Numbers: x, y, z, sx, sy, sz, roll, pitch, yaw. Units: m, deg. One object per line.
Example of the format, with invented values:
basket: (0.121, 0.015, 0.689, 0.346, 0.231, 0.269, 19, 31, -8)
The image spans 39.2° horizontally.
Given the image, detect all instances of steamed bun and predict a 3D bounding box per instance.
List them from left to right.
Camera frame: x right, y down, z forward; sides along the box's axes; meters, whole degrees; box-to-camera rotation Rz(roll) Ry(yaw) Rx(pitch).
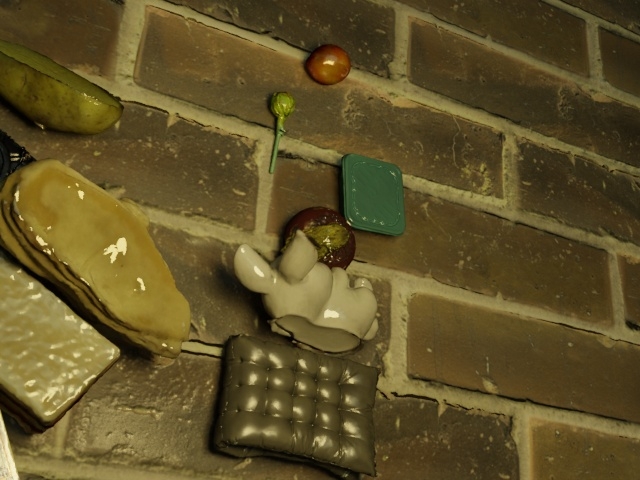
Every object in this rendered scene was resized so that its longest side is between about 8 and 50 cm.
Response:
steamed bun: (-0.395, 0.006, 1.566, 0.428, 0.189, 0.247, 45, 57, -31)

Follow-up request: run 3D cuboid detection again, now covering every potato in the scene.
potato: (-0.510, -0.270, 1.679, 0.271, 0.160, 0.111, 26, 101, -16)

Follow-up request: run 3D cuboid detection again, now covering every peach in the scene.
peach: (0.018, -0.405, 2.051, 0.100, 0.101, 0.101, 12, 64, -25)

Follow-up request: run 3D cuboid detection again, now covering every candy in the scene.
candy: (-0.513, 0.159, 1.482, 0.320, 0.135, 0.179, 41, 55, -6)
candy: (-0.093, -0.234, 1.953, 0.062, 0.058, 0.194, 32, 61, -53)

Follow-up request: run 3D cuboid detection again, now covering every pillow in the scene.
pillow: (-0.037, 0.320, 1.709, 0.326, 0.101, 0.228, 19, 58, -24)

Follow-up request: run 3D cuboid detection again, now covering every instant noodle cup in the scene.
instant noodle cup: (0.106, -0.091, 1.984, 0.157, 0.070, 0.179, 11, 64, -27)

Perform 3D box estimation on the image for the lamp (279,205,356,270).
lamp: (0.004, 0.002, 1.844, 0.156, 0.135, 0.157, 25, 57, -19)

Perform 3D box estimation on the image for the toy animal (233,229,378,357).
toy animal: (-0.018, 0.107, 1.732, 0.325, 0.208, 0.154, 52, 29, -47)

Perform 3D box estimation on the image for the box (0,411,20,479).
box: (-0.610, 0.350, 1.362, 0.265, 0.097, 0.168, -15, 77, -33)

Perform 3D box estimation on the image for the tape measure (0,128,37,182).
tape measure: (-0.614, -0.121, 1.560, 0.186, 0.112, 0.199, 38, 54, -8)
